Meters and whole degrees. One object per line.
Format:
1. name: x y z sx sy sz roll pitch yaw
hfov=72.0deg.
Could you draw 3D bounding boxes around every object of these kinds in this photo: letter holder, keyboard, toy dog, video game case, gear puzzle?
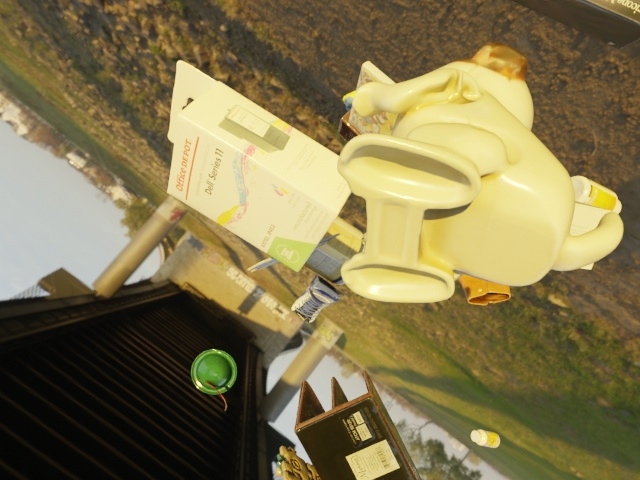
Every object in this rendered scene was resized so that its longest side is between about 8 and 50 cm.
1. letter holder: 0.089 0.412 0.868 0.301 0.152 0.214 63 -177 -6
2. keyboard: -0.060 0.026 1.085 0.072 0.256 0.014 -36 79 48
3. toy dog: 0.224 -0.143 0.677 0.396 0.407 0.284 2 135 19
4. video game case: 0.171 -0.305 1.115 0.227 0.026 0.206 46 158 15
5. gear puzzle: 0.025 0.606 0.992 0.339 0.044 0.175 43 -177 -17

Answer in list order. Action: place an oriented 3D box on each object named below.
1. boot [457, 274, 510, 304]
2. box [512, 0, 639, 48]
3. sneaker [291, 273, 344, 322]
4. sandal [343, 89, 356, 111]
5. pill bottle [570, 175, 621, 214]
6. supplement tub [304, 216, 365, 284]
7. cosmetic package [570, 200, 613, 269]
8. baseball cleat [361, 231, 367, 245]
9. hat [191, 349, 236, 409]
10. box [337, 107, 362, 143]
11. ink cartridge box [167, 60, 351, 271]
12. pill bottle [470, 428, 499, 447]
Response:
1. boot: 0.523 0.139 1.589 0.296 0.211 0.104 -6 129 23
2. box: 0.521 -0.557 0.785 0.297 0.293 0.183 29 -160 7
3. sneaker: -0.017 0.238 1.696 0.128 0.182 0.315 35 176 -2
4. sandal: 0.185 -0.528 1.846 0.317 0.126 0.138 23 -132 -70
5. pill bottle: 0.970 -0.145 1.578 0.215 0.117 0.117 17 179 -22
6. supplement tub: 0.000 0.000 1.649 0.316 0.228 0.228 33 173 -19
7. cosmetic package: 0.731 -0.029 1.324 0.152 0.183 0.151 8 -166 -12
8. baseball cleat: 0.208 -0.022 1.609 0.072 0.110 0.206 60 -157 15
9. hat: -0.414 0.516 1.691 0.209 0.172 0.183 19 168 2
10. box: 0.193 -0.393 1.571 0.203 0.168 0.167 45 176 2
11. ink cartridge box: -0.135 -0.118 0.758 0.354 0.119 0.207 32 142 -2
12. pill bottle: 0.480 0.577 1.286 0.083 0.043 0.043 21 179 -25
